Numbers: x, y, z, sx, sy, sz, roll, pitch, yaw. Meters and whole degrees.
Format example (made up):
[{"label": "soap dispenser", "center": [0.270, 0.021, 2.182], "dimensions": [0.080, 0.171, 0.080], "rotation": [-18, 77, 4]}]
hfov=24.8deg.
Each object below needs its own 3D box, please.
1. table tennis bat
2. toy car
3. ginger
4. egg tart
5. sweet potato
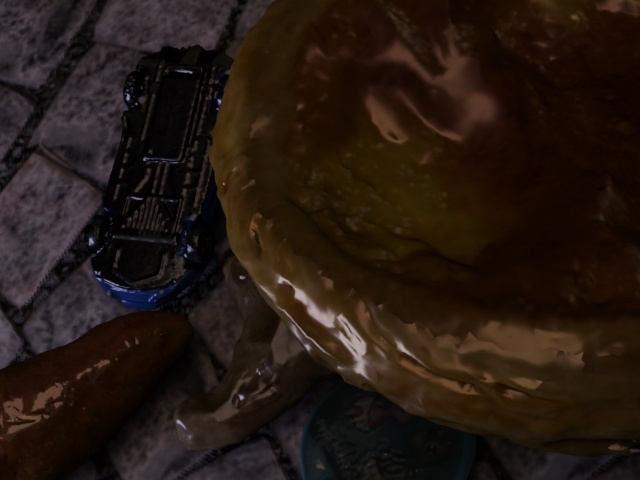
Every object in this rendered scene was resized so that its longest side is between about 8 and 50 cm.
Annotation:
[{"label": "table tennis bat", "center": [0.020, 0.166, 1.011], "dimensions": [0.201, 0.033, 0.124], "rotation": [-39, 56, -6]}, {"label": "toy car", "center": [-0.114, -0.049, 1.133], "dimensions": [0.103, 0.063, 0.216], "rotation": [5, 74, 22]}, {"label": "ginger", "center": [0.000, -0.002, 1.065], "dimensions": [0.166, 0.080, 0.333], "rotation": [4, 64, 21]}, {"label": "egg tart", "center": [0.154, -0.034, 0.949], "dimensions": [0.443, 0.178, 0.443], "rotation": [0, 51, 0]}, {"label": "sweet potato", "center": [-0.203, 0.128, 1.068], "dimensions": [0.251, 0.097, 0.097], "rotation": [-37, 61, -5]}]
